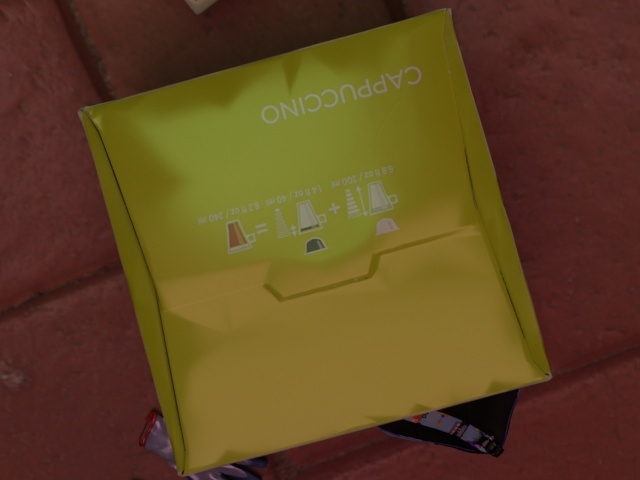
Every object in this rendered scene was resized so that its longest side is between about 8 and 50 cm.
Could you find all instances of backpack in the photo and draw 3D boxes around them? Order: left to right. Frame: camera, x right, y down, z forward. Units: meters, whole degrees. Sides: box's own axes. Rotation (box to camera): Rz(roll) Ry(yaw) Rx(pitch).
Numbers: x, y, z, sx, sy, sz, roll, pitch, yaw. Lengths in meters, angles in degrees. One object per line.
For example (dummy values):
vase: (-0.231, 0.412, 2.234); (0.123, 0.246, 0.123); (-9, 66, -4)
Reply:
backpack: (0.132, 0.148, 1.611); (0.173, 0.117, 0.158); (10, 110, -8)

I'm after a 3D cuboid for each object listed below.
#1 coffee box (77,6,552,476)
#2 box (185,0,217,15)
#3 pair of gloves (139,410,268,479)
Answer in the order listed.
coffee box: (0.000, 0.000, 1.380); (0.338, 0.334, 0.338); (-15, 90, 2)
box: (-0.078, -0.355, 1.400); (0.232, 0.127, 0.148); (-37, 108, 10)
pair of gloves: (-0.162, 0.295, 1.701); (0.159, 0.023, 0.198); (25, 107, -10)
